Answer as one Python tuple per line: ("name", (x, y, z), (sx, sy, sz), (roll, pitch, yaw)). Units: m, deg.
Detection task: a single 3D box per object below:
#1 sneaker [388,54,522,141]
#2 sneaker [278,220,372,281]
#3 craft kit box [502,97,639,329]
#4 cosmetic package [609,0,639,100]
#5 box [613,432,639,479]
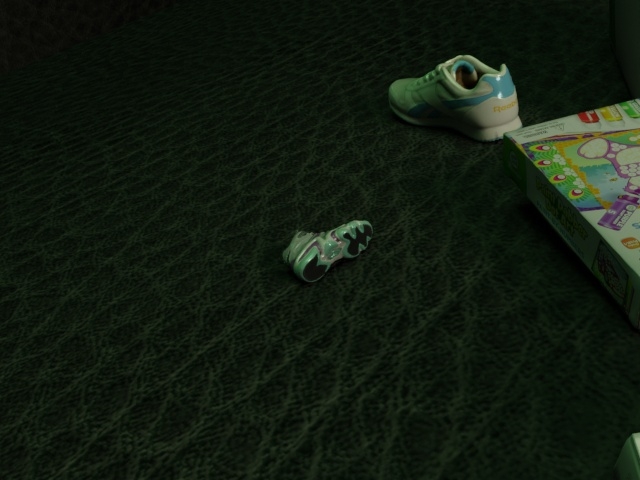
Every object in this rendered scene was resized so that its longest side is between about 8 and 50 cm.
("sneaker", (0.176, -0.204, 0.945), (0.087, 0.092, 0.229), (-31, 32, -25))
("sneaker", (0.000, 0.000, 0.719), (0.098, 0.038, 0.069), (-29, 34, -26))
("craft kit box", (0.328, -0.050, 0.619), (0.250, 0.061, 0.246), (-15, 40, -5))
("cosmetic package", (0.468, -0.302, 0.888), (0.155, 0.197, 0.365), (-3, 30, 18))
("box", (0.290, 0.162, 0.217), (0.322, 0.058, 0.232), (-10, 53, 10))
